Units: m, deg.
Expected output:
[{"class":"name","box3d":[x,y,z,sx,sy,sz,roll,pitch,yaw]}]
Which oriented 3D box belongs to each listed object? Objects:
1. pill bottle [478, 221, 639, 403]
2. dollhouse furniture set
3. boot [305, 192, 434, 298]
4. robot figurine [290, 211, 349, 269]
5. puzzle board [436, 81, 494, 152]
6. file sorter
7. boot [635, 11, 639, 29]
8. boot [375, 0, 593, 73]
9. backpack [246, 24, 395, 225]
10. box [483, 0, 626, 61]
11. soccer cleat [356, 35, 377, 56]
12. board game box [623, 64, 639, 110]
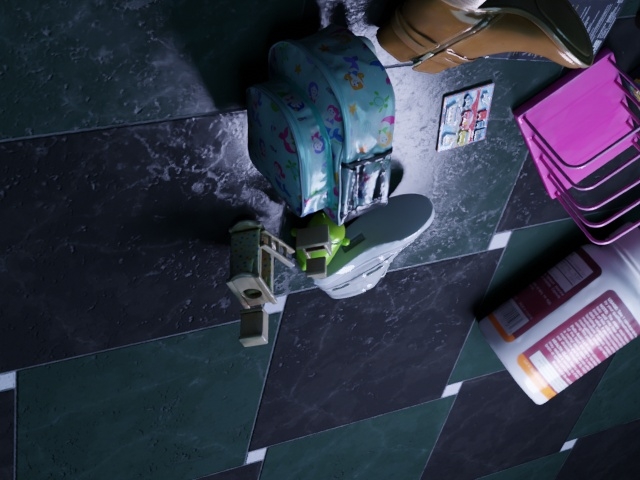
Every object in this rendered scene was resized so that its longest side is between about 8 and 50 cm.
[{"class":"pill bottle","box3d":[0.554,0.149,2.349,0.392,0.224,0.224,-37,143,7]},{"class":"dollhouse furniture set","box3d":[-0.065,0.059,1.797,0.160,0.182,0.101,-11,145,14]},{"class":"boot","box3d":[0.101,0.014,1.996,0.258,0.095,0.123,-29,150,9]},{"class":"robot figurine","box3d":[0.000,0.000,1.913,0.101,0.067,0.115,11,127,-28]},{"class":"puzzle board","box3d":[0.250,-0.209,1.902,0.096,0.011,0.128,-19,141,-18]},{"class":"file sorter","box3d":[0.512,-0.157,2.007,0.202,0.182,0.291,-34,143,4]},{"class":"boot","box3d":[0.607,-0.414,1.904,0.114,0.037,0.106,-16,153,-16]},{"class":"boot","box3d":[0.242,-0.297,1.640,0.283,0.109,0.220,23,142,-28]},{"class":"backpack","box3d":[0.002,-0.173,1.593,0.191,0.225,0.254,-17,137,-27]},{"class":"box","box3d":[0.386,-0.421,1.707,0.242,0.076,0.307,-4,134,-32]},{"class":"soccer cleat","box3d":[0.066,-0.241,1.699,0.076,0.068,0.196,-31,147,-27]},{"class":"board game box","box3d":[0.656,-0.293,2.068,0.141,0.048,0.170,-37,143,10]}]
